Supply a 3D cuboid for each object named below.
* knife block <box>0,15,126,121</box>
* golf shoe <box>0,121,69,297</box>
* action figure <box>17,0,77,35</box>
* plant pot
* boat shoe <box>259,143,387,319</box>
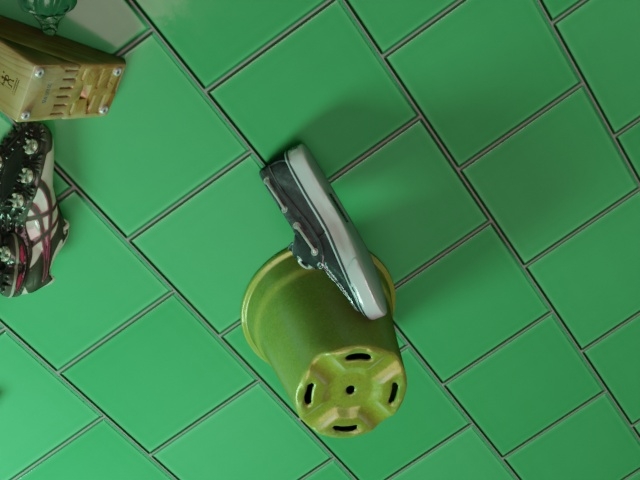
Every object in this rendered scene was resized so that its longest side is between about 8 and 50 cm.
[{"bbox_3d":[-0.446,-0.263,1.441,0.276,0.242,0.088,-18,139,-60],"label":"knife block"},{"bbox_3d":[-0.439,-0.048,1.556,0.120,0.105,0.272,-2,112,-56],"label":"golf shoe"},{"bbox_3d":[-0.367,-0.390,1.388,0.137,0.063,0.232,0,115,-16],"label":"action figure"},{"bbox_3d":[0.023,0.176,1.694,0.276,0.254,0.276,-6,119,-11],"label":"plant pot"},{"bbox_3d":[0.000,0.000,1.615,0.102,0.108,0.301,-30,86,13],"label":"boat shoe"}]
